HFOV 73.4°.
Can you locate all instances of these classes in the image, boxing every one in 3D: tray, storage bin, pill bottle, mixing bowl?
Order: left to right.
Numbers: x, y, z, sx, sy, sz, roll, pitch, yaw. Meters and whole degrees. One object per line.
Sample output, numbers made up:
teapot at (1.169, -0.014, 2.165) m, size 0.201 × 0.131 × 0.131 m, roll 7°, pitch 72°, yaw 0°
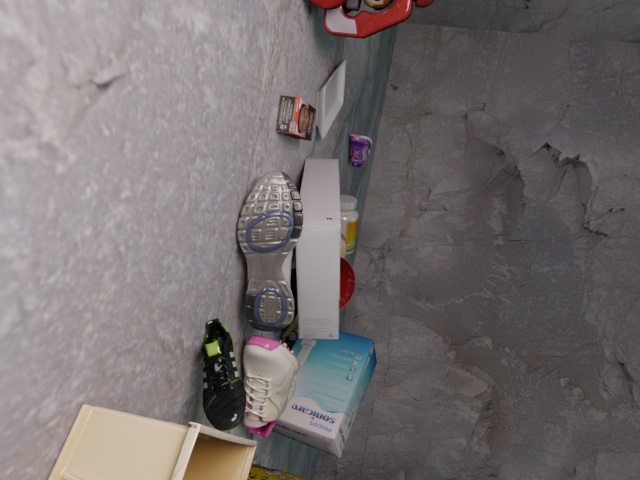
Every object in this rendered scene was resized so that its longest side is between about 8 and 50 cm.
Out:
storage bin at (-0.187, 0.329, 0.455) m, size 0.262 × 0.123 × 0.260 m, roll 83°, pitch 19°, yaw -62°
mixing bowl at (0.005, 0.122, 1.297) m, size 0.098 × 0.182 × 0.181 m, roll -160°, pitch -101°, yaw -68°
tray at (0.029, -0.405, 1.207) m, size 0.270 × 0.030 × 0.145 m, roll -68°, pitch 164°, yaw -49°
pill bottle at (0.082, -0.060, 1.616) m, size 0.117 × 0.118 × 0.208 m, roll -62°, pitch 159°, yaw -61°

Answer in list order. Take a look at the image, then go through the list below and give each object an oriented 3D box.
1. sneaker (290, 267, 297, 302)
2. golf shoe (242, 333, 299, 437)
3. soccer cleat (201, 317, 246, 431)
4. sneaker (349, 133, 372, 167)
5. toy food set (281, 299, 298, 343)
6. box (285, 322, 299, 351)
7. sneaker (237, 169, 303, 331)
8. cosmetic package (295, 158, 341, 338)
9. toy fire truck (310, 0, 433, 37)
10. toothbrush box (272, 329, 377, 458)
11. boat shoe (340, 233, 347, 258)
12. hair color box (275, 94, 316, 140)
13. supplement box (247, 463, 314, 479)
sneaker at (-0.081, 0.129, 1.068) m, size 0.089 × 0.051 × 0.170 m, roll 93°, pitch 15°, yaw -59°
golf shoe at (-0.114, 0.313, 0.903) m, size 0.306 × 0.116 × 0.140 m, roll 88°, pitch 19°, yaw -48°
soccer cleat at (-0.146, 0.186, 0.614) m, size 0.178 × 0.060 × 0.072 m, roll -119°, pitch -164°, yaw -56°
sneaker at (0.163, -0.380, 1.849) m, size 0.236 × 0.095 × 0.104 m, roll 54°, pitch 55°, yaw -78°
toy food set at (-0.076, 0.199, 1.140) m, size 0.192 × 0.039 × 0.132 m, roll -57°, pitch 180°, yaw 14°
box at (-0.076, 0.344, 1.314) m, size 0.114 × 0.036 × 0.206 m, roll -45°, pitch 140°, yaw -71°
sneaker at (-0.097, 0.015, 0.790) m, size 0.129 × 0.111 × 0.296 m, roll -110°, pitch -154°, yaw -68°
cosmetic package at (0.000, 0.000, 1.017) m, size 0.377 × 0.098 × 0.284 m, roll -87°, pitch 179°, yaw -61°
toy fire truck at (0.111, -0.563, 0.846) m, size 0.169 × 0.254 × 0.301 m, roll -59°, pitch 157°, yaw -64°
toothbrush box at (0.004, 0.394, 1.173) m, size 0.126 × 0.217 × 0.295 m, roll 77°, pitch 32°, yaw -41°
boat shoe at (-0.002, 0.135, 1.420) m, size 0.123 × 0.123 × 0.341 m, roll -12°, pitch 120°, yaw -47°
hair color box at (-0.048, -0.249, 0.887) m, size 0.141 × 0.043 × 0.071 m, roll -35°, pitch 136°, yaw -75°
supplement box at (-0.135, 0.518, 0.737) m, size 0.356 × 0.195 × 0.195 m, roll 77°, pitch 25°, yaw -68°
